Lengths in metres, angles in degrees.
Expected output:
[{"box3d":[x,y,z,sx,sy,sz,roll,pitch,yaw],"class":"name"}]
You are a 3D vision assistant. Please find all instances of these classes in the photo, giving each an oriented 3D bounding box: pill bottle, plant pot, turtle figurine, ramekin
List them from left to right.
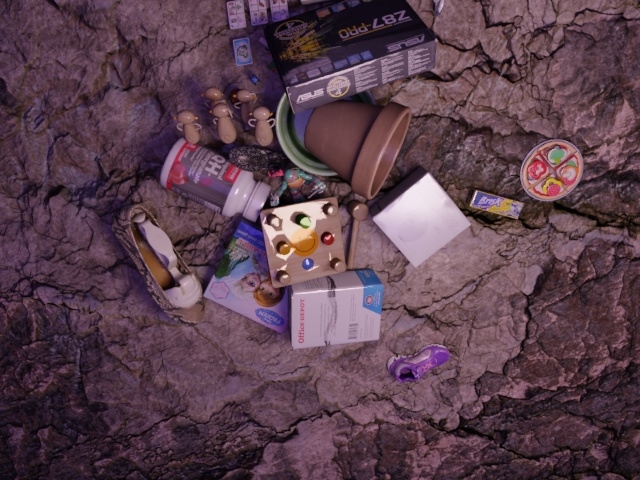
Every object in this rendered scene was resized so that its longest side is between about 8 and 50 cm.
[{"box3d":[-0.323,-0.182,1.410,0.318,0.176,0.176,25,107,-7],"class":"pill bottle"},{"box3d":[-0.070,-0.172,1.377,0.175,0.234,0.118,-11,87,13],"class":"turtle figurine"},{"box3d":[0.021,-0.360,1.357,0.303,0.148,0.304,0,108,1],"class":"ramekin"},{"box3d":[0.088,-0.273,1.198,0.229,0.263,0.263,27,108,13],"class":"plant pot"}]

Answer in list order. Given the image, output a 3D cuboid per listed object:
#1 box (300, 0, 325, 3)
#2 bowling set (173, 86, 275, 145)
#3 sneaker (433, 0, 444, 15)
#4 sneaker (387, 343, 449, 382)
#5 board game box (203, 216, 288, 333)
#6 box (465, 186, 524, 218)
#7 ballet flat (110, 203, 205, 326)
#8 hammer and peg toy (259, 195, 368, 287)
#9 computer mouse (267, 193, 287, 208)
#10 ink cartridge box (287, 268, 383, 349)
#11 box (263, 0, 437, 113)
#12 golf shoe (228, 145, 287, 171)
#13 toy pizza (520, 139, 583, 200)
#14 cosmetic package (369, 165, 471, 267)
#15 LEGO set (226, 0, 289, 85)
[{"box3d":[0.019,-0.752,1.257,0.170,0.091,0.130,-7,108,3],"class":"box"},{"box3d":[-0.275,-0.397,1.309,0.286,0.154,0.200,-1,66,-3],"class":"bowling set"},{"box3d":[0.332,-0.722,1.287,0.057,0.052,0.136,3,101,11],"class":"sneaker"},{"box3d":[0.368,0.463,1.646,0.236,0.104,0.095,-20,105,7],"class":"sneaker"},{"box3d":[-0.201,0.127,1.567,0.318,0.066,0.318,27,107,-8],"class":"board game box"},{"box3d":[0.573,-0.124,1.472,0.168,0.054,0.059,15,108,-3],"class":"box"},{"box3d":[-0.521,0.089,1.497,0.182,0.164,0.483,-16,109,46],"class":"ballet flat"},{"box3d":[0.000,0.000,1.427,0.360,0.127,0.266,-11,105,-16],"class":"hammer and peg toy"},{"box3d":[-0.096,-0.057,1.516,0.106,0.042,0.193,-42,103,13],"class":"computer mouse"},{"box3d":[0.044,0.231,1.523,0.307,0.129,0.223,-4,115,-11],"class":"ink cartridge box"},{"box3d":[0.067,-0.523,1.201,0.394,0.319,0.097,-18,146,0],"class":"box"},{"box3d":[-0.204,-0.255,1.392,0.198,0.094,0.077,2,106,-36],"class":"golf shoe"},{"box3d":[0.753,-0.224,1.445,0.201,0.032,0.202,0,108,1],"class":"toy pizza"},{"box3d":[0.318,-0.079,1.449,0.224,0.138,0.224,-39,103,14],"class":"cosmetic package"},{"box3d":[-0.172,-0.599,1.346,0.182,0.060,0.245,-8,96,4],"class":"LEGO set"}]
